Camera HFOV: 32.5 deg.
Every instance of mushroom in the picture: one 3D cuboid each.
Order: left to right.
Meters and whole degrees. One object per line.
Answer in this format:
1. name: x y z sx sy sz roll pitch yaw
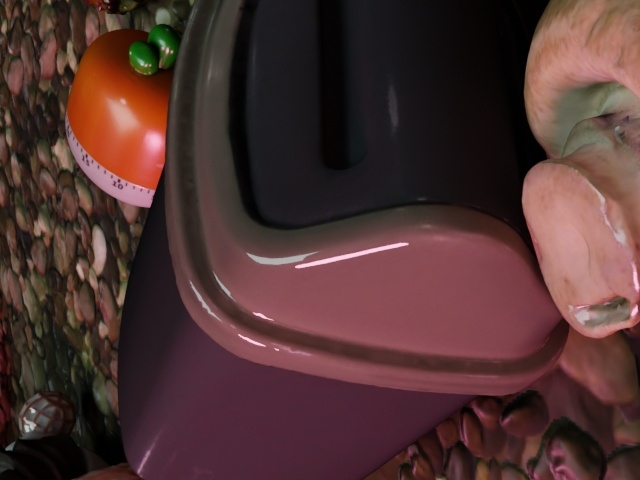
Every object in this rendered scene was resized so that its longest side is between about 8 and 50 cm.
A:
1. mushroom: 0.134 -0.026 0.369 0.166 0.127 0.166 50 159 26

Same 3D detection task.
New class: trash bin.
1. trash bin: 0.000 0.000 0.527 0.290 0.182 0.209 124 150 -52

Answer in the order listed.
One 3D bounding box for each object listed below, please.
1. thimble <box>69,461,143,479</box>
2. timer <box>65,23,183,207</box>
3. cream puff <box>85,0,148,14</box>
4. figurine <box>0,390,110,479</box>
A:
1. thimble: -0.075 0.250 0.733 0.239 0.162 0.239 23 119 51
2. timer: -0.123 -0.099 0.781 0.136 0.099 0.136 8 102 41
3. cream puff: -0.166 -0.241 0.820 0.149 0.084 0.149 19 112 55
4. figurine: -0.277 0.287 1.043 0.370 0.167 0.281 -28 45 63
